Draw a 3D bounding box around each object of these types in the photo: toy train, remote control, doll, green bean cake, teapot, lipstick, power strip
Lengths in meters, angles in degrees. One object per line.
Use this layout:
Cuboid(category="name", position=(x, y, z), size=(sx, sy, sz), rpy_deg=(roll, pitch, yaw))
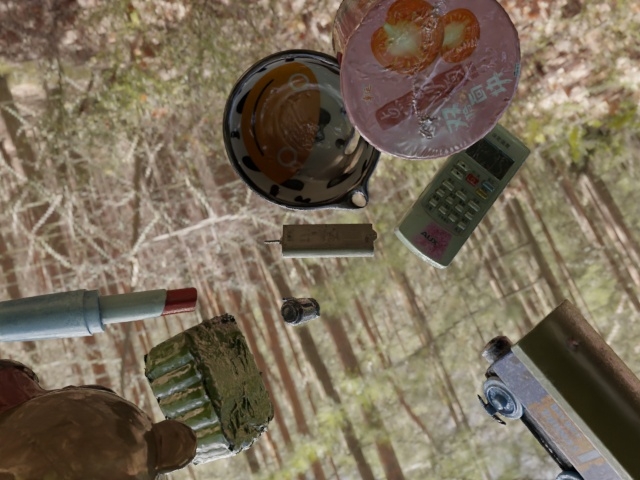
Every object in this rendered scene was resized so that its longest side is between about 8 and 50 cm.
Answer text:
Cuboid(category="toy train", position=(0.350, 0.234, 1.084), size=(0.131, 0.299, 0.202), rpy_deg=(-34, 167, -29))
Cuboid(category="remote control", position=(0.308, -0.106, 1.750), size=(0.344, 0.145, 0.050), rpy_deg=(-53, -176, -11))
Cuboid(category="doll", position=(-0.278, 0.201, 0.752), size=(0.235, 0.330, 0.174), rpy_deg=(-37, 127, -37))
Cuboid(category="green bean cake", position=(-0.175, 0.238, 1.304), size=(0.113, 0.214, 0.200), rpy_deg=(-24, 178, 19))
Cuboid(category="teapot", position=(-0.044, 0.131, 1.491), size=(0.064, 0.049, 0.083), rpy_deg=(-1, 179, 28))
Cuboid(category="lipstick", position=(-0.307, 0.098, 1.127), size=(0.274, 0.061, 0.068), rpy_deg=(-6, 137, -4))
Cuboid(category="power strip", position=(0.000, 0.000, 1.900), size=(0.268, 0.092, 0.034), rpy_deg=(-1, 137, 0))

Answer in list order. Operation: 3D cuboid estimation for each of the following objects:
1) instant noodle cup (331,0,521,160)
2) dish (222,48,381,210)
Cuboid(category="instant noodle cup", position=(0.129, -0.266, 1.133), size=(0.243, 0.231, 0.243), rpy_deg=(-4, 119, -7))
Cuboid(category="dish", position=(-0.018, -0.195, 1.388), size=(0.303, 0.303, 0.120), rpy_deg=(-29, -169, 18))
